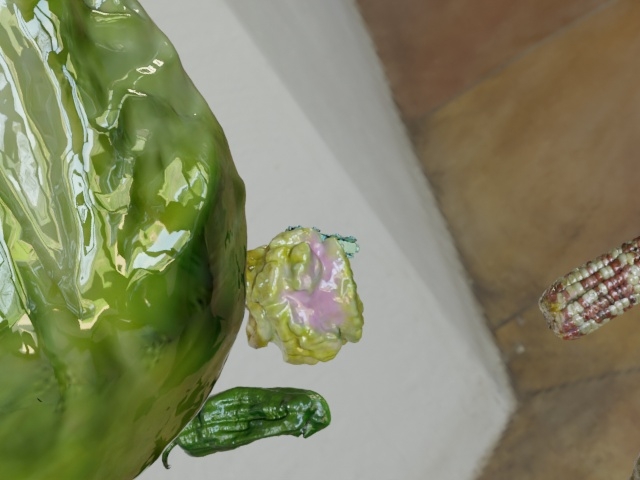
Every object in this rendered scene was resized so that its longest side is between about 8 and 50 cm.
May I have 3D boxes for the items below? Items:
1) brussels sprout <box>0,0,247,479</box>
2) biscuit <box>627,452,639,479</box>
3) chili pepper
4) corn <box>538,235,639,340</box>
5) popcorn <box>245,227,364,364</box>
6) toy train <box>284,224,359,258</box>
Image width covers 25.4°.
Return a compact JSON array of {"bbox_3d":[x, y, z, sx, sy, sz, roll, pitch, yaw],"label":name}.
[{"bbox_3d":[-0.144,-0.020,0.581,0.219,0.271,0.210,-25,21,-38],"label":"brussels sprout"},{"bbox_3d":[0.225,0.064,0.689,0.144,0.078,0.426,-66,-7,-73],"label":"biscuit"},{"bbox_3d":[-0.107,0.250,1.957,0.257,0.074,0.100,-17,68,29],"label":"chili pepper"},{"bbox_3d":[0.371,0.040,1.686,0.237,0.079,0.079,-28,29,6],"label":"corn"},{"bbox_3d":[-0.021,0.059,1.454,0.126,0.145,0.126,-7,58,33],"label":"popcorn"},{"bbox_3d":[0.000,0.000,1.646,0.045,0.092,0.029,-161,83,-73],"label":"toy train"}]
